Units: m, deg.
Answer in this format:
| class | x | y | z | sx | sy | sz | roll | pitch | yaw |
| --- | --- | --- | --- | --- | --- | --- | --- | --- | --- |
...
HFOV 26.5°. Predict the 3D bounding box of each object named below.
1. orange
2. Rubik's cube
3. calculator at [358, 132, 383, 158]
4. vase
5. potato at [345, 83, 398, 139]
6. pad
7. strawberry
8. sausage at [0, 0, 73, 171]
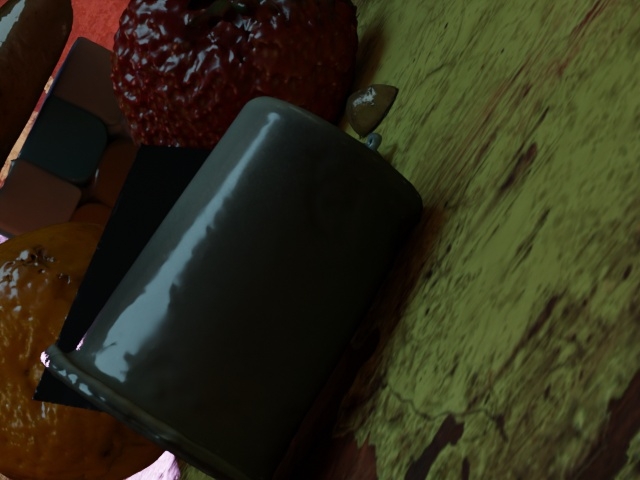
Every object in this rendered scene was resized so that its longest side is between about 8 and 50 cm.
| class | x | y | z | sx | sy | sz | roll | pitch | yaw |
| --- | --- | --- | --- | --- | --- | --- | --- | --- | --- |
| orange | -0.304 | 0.143 | 1.694 | 0.340 | 0.341 | 0.293 | -61 | -10 | 14 |
| Rubik's cube | -0.330 | -0.051 | 2.144 | 0.347 | 0.344 | 0.346 | -67 | 13 | -21 |
| calculator | 0.000 | 0.000 | 1.372 | 0.246 | 0.045 | 0.141 | -61 | 13 | 11 |
| vase | -0.055 | 0.045 | 1.143 | 0.291 | 0.245 | 0.245 | -57 | 11 | -8 |
| potato | 0.046 | -0.142 | 1.481 | 0.093 | 0.036 | 0.037 | -40 | 24 | 60 |
| pad | -0.147 | 0.040 | 1.526 | 0.007 | 0.248 | 0.367 | 74 | -153 | -53 |
| strawberry | -0.114 | -0.194 | 1.726 | 0.267 | 0.312 | 0.351 | -46 | -28 | -58 |
| sausage | -0.502 | -0.171 | 2.014 | 0.501 | 0.123 | 0.136 | -57 | -16 | 25 |
